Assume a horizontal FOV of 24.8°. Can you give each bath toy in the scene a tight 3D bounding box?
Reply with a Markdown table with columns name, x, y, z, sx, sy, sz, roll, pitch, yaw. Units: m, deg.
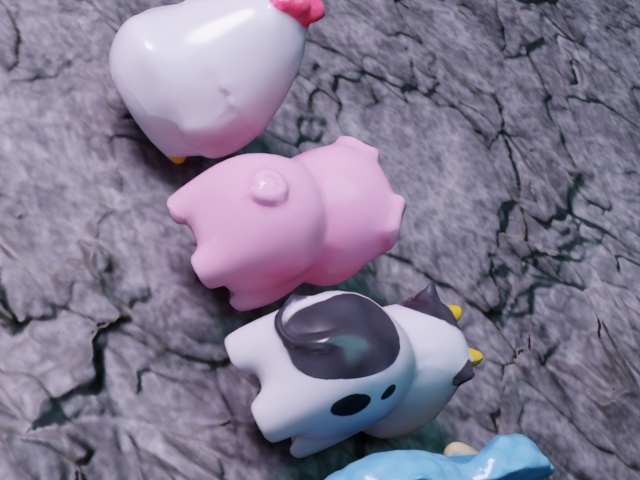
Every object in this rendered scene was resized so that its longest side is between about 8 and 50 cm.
| name | x | y | z | sx | sy | sz | roll | pitch | yaw |
| --- | --- | --- | --- | --- | --- | --- | --- | --- | --- |
| bath toy | 0.000 | 0.000 | 0.829 | 0.348 | 0.129 | 0.151 | 64 | 9 | 19 |
